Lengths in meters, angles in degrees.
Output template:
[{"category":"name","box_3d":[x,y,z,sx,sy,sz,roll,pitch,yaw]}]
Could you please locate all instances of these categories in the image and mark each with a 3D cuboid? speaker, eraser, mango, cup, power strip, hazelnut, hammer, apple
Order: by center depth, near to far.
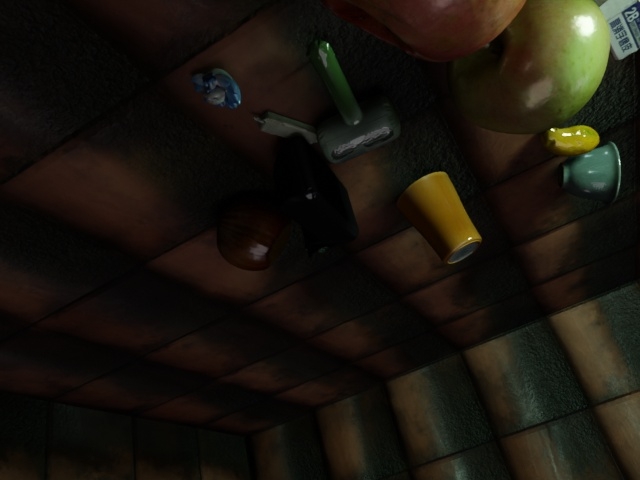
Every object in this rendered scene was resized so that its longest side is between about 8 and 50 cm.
[{"category":"apple","box_3d":[0.170,-0.475,0.852,0.364,0.364,0.364,-11,148,-7]},{"category":"apple","box_3d":[0.441,-0.379,1.155,0.277,0.319,0.319,4,143,-37]},{"category":"hammer","box_3d":[0.050,-0.328,1.257,0.206,0.119,0.335,-24,140,11]},{"category":"eraser","box_3d":[0.705,-0.525,1.264,0.124,0.068,0.210,-33,144,29]},{"category":"power strip","box_3d":[-0.083,-0.276,1.338,0.191,0.030,0.047,11,141,-36]},{"category":"speaker","box_3d":[-0.035,-0.094,1.478,0.184,0.180,0.388,-22,154,14]},{"category":"hazelnut","box_3d":[-0.191,-0.022,1.563,0.210,0.210,0.186,-29,169,19]},{"category":"mango","box_3d":[0.742,-0.296,1.624,0.190,0.075,0.098,0,127,-13]},{"category":"cup","box_3d":[0.369,-0.064,1.664,0.182,0.264,0.226,-35,155,15]},{"category":"cup","box_3d":[0.839,-0.210,1.729,0.150,0.199,0.199,0,149,10]}]

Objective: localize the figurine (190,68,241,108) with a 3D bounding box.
[{"category":"figurine","box_3d":[-0.216,-0.318,1.171,0.114,0.079,0.114,11,150,6]}]

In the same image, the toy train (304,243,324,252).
[{"category":"toy train","box_3d":[0.000,0.000,1.789,0.064,0.044,0.103,19,135,-28]}]

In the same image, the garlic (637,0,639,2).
[{"category":"garlic","box_3d":[0.591,-0.591,1.022,0.207,0.207,0.257,-7,143,-13]}]
